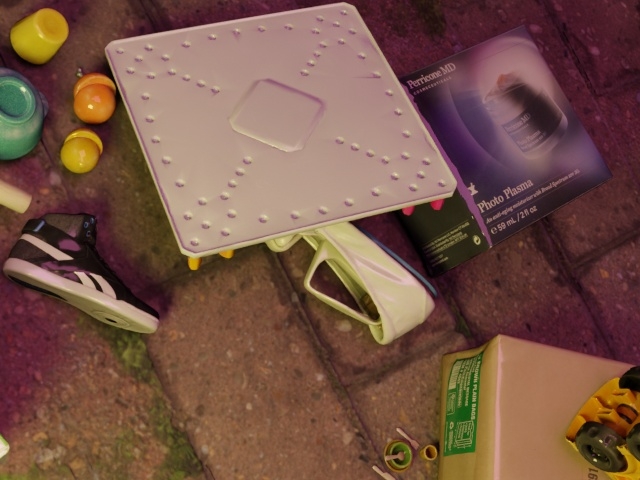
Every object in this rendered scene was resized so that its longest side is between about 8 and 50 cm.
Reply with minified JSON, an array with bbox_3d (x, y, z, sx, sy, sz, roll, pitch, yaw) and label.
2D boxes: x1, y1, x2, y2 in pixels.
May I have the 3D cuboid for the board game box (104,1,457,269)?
[{"bbox_3d":[-0.063,-0.161,1.446,0.390,0.050,0.389,-14,57,-19],"label":"board game box"}]

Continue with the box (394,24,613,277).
[{"bbox_3d":[0.253,-0.146,1.647,0.296,0.183,0.294,-28,85,-31],"label":"box"}]

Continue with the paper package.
[{"bbox_3d":[0.336,0.333,1.537,0.310,0.168,0.324,15,68,-21],"label":"paper package"}]

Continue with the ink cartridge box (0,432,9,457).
[{"bbox_3d":[-0.460,0.197,1.135,0.115,0.273,0.198,-38,92,-28],"label":"ink cartridge box"}]

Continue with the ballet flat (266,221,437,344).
[{"bbox_3d":[0.000,0.000,1.517,0.400,0.139,0.139,44,60,-8],"label":"ballet flat"}]

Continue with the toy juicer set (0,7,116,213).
[{"bbox_3d":[-0.406,-0.148,1.388,0.209,0.089,0.329,48,51,-20],"label":"toy juicer set"}]

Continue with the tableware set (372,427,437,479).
[{"bbox_3d":[0.120,0.359,1.506,0.104,0.024,0.154,41,60,-9],"label":"tableware set"}]

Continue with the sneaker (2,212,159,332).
[{"bbox_3d":[-0.298,0.032,1.377,0.217,0.079,0.121,26,65,-15],"label":"sneaker"}]

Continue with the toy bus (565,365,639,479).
[{"bbox_3d":[0.481,0.293,1.405,0.149,0.220,0.211,-41,100,-27],"label":"toy bus"}]
